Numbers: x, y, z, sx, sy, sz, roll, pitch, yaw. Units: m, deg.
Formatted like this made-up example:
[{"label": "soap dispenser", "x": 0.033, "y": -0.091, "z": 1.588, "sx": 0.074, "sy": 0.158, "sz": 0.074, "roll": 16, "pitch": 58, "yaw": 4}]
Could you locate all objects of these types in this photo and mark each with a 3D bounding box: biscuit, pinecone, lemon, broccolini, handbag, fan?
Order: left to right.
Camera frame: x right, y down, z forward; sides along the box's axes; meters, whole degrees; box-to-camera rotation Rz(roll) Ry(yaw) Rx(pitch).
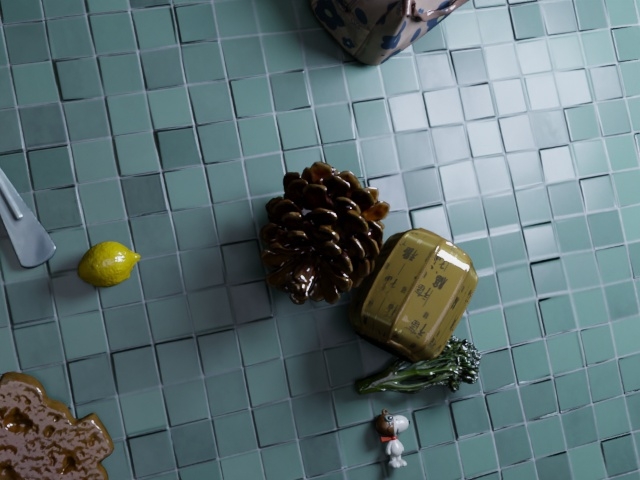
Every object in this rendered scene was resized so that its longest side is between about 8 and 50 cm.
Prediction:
[{"label": "fan", "x": -0.468, "y": -0.088, "z": 1.249, "sx": 0.057, "sy": 0.023, "sz": 0.282, "roll": -31, "pitch": 93, "yaw": -7}, {"label": "biscuit", "x": -0.431, "y": 0.336, "z": 1.207, "sx": 0.302, "sy": 0.043, "sz": 0.278, "roll": -27, "pitch": 94, "yaw": -14}, {"label": "lemon", "x": -0.303, "y": 0.033, "z": 1.260, "sx": 0.092, "sy": 0.065, "sz": 0.065, "roll": -15, "pitch": 89, "yaw": -16}, {"label": "pinecone", "x": 0.001, "y": 0.002, "z": 1.282, "sx": 0.186, "sy": 0.168, "sz": 0.212, "roll": -4, "pitch": 55, "yaw": 19}, {"label": "handbag", "x": 0.130, "y": -0.410, "z": 1.348, "sx": 0.251, "sy": 0.193, "sz": 0.190, "roll": -40, "pitch": 91, "yaw": -15}, {"label": "broccolini", "x": 0.153, "y": 0.204, "z": 1.379, "sx": 0.203, "sy": 0.068, "sz": 0.091, "roll": -12, "pitch": 75, "yaw": 0}]

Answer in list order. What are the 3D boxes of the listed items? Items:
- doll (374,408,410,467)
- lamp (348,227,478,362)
[{"label": "doll", "x": 0.109, "y": 0.305, "z": 1.356, "sx": 0.058, "sy": 0.040, "sz": 0.085, "roll": 15, "pitch": 81, "yaw": -23}, {"label": "lamp", "x": 0.139, "y": 0.083, "z": 1.325, "sx": 0.161, "sy": 0.161, "sz": 0.185, "roll": 32, "pitch": 81, "yaw": -10}]
